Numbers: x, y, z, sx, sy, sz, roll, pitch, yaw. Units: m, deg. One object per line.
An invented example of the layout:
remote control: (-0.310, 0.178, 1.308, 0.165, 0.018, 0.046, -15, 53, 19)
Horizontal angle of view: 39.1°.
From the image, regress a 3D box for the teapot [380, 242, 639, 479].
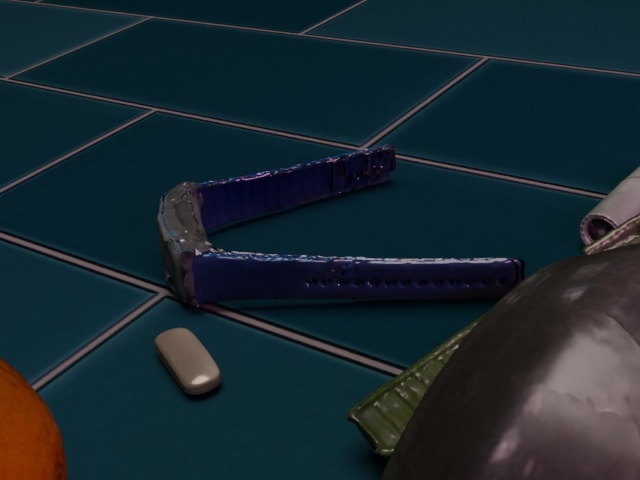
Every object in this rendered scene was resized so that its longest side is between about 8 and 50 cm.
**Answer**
teapot: (0.188, 0.177, 0.317, 0.344, 0.253, 0.300, 27, 59, 37)

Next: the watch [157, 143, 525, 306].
watch: (-0.002, 0.006, 0.819, 0.274, 0.068, 0.276, -11, 30, -17)

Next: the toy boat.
toy boat: (0.153, 0.074, 0.637, 0.293, 0.055, 0.093, -30, 38, -16)

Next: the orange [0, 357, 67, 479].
orange: (-0.246, 0.155, 0.498, 0.224, 0.170, 0.224, -15, 44, 15)

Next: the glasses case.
glasses case: (-0.106, 0.095, 0.715, 0.032, 0.021, 0.083, -21, 33, -22)

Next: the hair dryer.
hair dryer: (0.344, -0.035, 0.794, 0.183, 0.044, 0.155, 4, 30, 44)
